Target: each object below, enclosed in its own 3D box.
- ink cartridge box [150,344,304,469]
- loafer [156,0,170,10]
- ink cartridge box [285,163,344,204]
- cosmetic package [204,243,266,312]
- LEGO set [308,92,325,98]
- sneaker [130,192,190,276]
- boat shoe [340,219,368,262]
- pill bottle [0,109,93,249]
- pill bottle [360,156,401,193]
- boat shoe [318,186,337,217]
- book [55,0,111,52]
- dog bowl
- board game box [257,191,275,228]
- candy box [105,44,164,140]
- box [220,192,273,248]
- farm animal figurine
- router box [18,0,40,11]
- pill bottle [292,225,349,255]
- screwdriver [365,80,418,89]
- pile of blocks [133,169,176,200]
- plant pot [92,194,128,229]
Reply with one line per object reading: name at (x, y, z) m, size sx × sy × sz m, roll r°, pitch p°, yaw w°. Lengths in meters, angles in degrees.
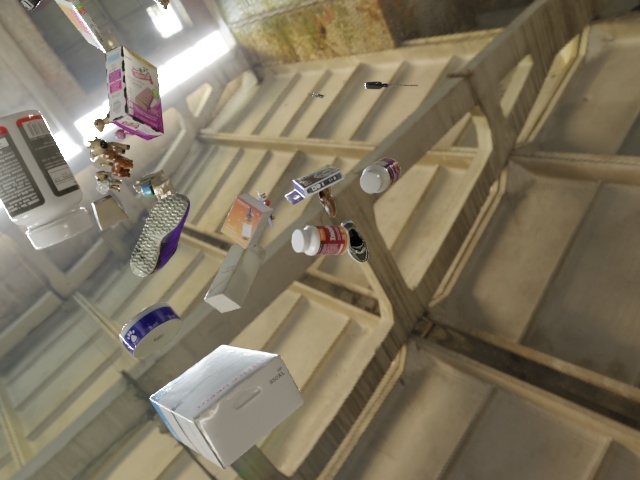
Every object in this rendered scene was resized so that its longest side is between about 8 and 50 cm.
ink cartridge box at (-0.276, 0.454, 1.585) m, size 0.286 × 0.166 × 0.395 m, roll -34°, pitch -167°, yaw -30°
loafer at (-0.555, -0.842, 1.944) m, size 0.039 × 0.045 × 0.125 m, roll -55°, pitch -170°, yaw 5°
ink cartridge box at (-0.032, -0.209, 2.033) m, size 0.208 × 0.045 × 0.206 m, roll -28°, pitch -162°, yaw -5°
cosmetic package at (-0.375, 0.155, 2.470) m, size 0.160 × 0.113 × 0.309 m, roll -20°, pitch -143°, yaw 44°
LEGO set at (-0.013, -0.571, 2.198) m, size 0.054 × 0.023 × 0.083 m, roll 6°, pitch -176°, yaw -29°
sneaker at (-0.505, -0.021, 1.809) m, size 0.293 × 0.102 × 0.146 m, roll -59°, pitch 170°, yaw 4°
boat shoe at (0.140, 0.019, 2.173) m, size 0.078 × 0.219 × 0.070 m, roll -32°, pitch -142°, yaw -2°
pill bottle at (-0.641, -0.132, 1.244) m, size 0.161 × 0.283 × 0.161 m, roll -21°, pitch -166°, yaw 5°
pill bottle at (0.220, -0.239, 2.068) m, size 0.108 × 0.108 × 0.193 m, roll -9°, pitch -164°, yaw 31°
boat shoe at (0.024, -0.190, 2.598) m, size 0.060 × 0.177 × 0.064 m, roll -9°, pitch 168°, yaw -45°
book at (-0.583, -0.538, 1.364) m, size 0.096 × 0.144 × 0.035 m, roll 35°, pitch -107°, yaw 32°
dog bowl at (-0.761, 0.405, 2.502) m, size 0.265 × 0.265 × 0.104 m, roll -40°, pitch -108°, yaw -16°
board game box at (-0.213, -0.129, 2.278) m, size 0.033 × 0.168 × 0.133 m, roll -25°, pitch -113°, yaw -9°
candy box at (-0.550, -0.436, 1.649) m, size 0.071 × 0.159 × 0.233 m, roll -16°, pitch -106°, yaw 21°
box at (-0.289, -0.078, 2.180) m, size 0.170 × 0.130 × 0.091 m, roll -62°, pitch 167°, yaw 22°
farm animal figurine at (-0.861, -0.391, 2.249) m, size 0.327 × 0.172 × 0.330 m, roll -34°, pitch -127°, yaw 52°
router box at (-0.872, -0.793, 1.732) m, size 0.133 × 0.046 × 0.179 m, roll -43°, pitch -144°, yaw 8°
pill bottle at (0.000, 0.000, 1.582) m, size 0.152 × 0.086 × 0.086 m, roll -2°, pitch -165°, yaw -33°
screwdriver at (0.212, -0.461, 1.653) m, size 0.170 × 0.024 × 0.025 m, roll -4°, pitch -179°, yaw -20°
pile of blocks at (-0.716, -0.210, 2.412) m, size 0.149 × 0.112 × 0.362 m, roll -26°, pitch -157°, yaw -14°
plant pot at (-0.816, -0.114, 2.129) m, size 0.109 × 0.096 × 0.109 m, roll -29°, pitch -155°, yaw -19°
